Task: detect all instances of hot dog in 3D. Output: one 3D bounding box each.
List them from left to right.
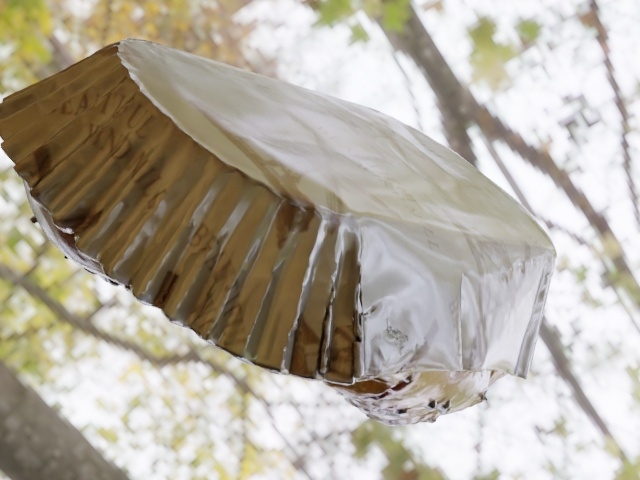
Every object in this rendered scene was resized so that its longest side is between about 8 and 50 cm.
[{"bbox_3d":[0.000,0.000,0.442,0.099,0.192,0.053,43,-77,17],"label":"hot dog"}]
